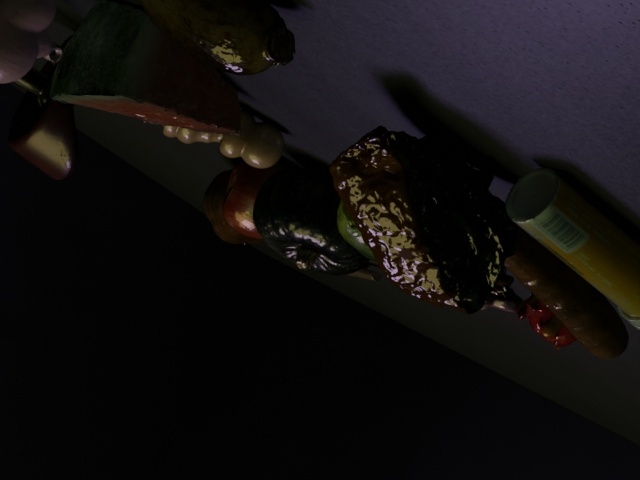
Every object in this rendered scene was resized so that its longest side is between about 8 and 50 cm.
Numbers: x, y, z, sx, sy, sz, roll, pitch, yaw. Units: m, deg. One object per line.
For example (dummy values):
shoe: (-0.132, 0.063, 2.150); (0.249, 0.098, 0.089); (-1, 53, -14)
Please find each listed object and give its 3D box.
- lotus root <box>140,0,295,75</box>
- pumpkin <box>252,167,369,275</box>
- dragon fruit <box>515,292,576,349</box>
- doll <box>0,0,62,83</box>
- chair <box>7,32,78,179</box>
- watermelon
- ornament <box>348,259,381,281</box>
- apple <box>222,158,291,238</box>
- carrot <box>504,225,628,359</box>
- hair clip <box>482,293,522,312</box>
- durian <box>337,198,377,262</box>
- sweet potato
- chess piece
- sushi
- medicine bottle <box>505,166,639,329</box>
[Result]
lotus root: (-0.100, -0.206, 1.183); (0.179, 0.080, 0.089); (29, 175, 23)
pumpkin: (-0.005, -0.025, 2.001); (0.212, 0.152, 0.211); (24, 174, 3)
dragon fruit: (0.355, 0.125, 1.926); (0.126, 0.068, 0.112); (28, 175, 37)
doll: (-0.476, -0.326, 1.692); (0.094, 0.160, 0.365); (34, 180, 39)
chair: (-0.505, -0.281, 1.911); (0.401, 0.226, 0.226); (33, 174, -25)
watermelon: (-0.212, -0.206, 1.676); (0.257, 0.139, 0.193); (22, 177, -44)
ornament: (0.000, 0.000, 2.717); (0.230, 0.061, 0.245); (34, 170, -25)
apple: (-0.095, -0.072, 2.146); (0.131, 0.146, 0.146); (22, 177, -16)
carrot: (0.285, 0.045, 1.586); (0.342, 0.070, 0.070); (40, 170, -34)
hair clip: (0.219, 0.067, 2.143); (0.257, 0.075, 0.146); (27, 172, -22)
durian: (0.103, -0.014, 1.784); (0.139, 0.101, 0.250); (26, 173, 36)
sweet potato: (-0.148, -0.069, 2.440); (0.158, 0.157, 0.370); (30, 175, -3)
chess piece: (-0.134, -0.156, 1.829); (0.170, 0.094, 0.094); (27, 175, -1)
sushi: (0.116, -0.041, 1.327); (0.140, 0.149, 0.287); (3, 135, 37)
medicine bottle: (0.274, 0.009, 1.253); (0.218, 0.074, 0.074); (36, 173, -32)
